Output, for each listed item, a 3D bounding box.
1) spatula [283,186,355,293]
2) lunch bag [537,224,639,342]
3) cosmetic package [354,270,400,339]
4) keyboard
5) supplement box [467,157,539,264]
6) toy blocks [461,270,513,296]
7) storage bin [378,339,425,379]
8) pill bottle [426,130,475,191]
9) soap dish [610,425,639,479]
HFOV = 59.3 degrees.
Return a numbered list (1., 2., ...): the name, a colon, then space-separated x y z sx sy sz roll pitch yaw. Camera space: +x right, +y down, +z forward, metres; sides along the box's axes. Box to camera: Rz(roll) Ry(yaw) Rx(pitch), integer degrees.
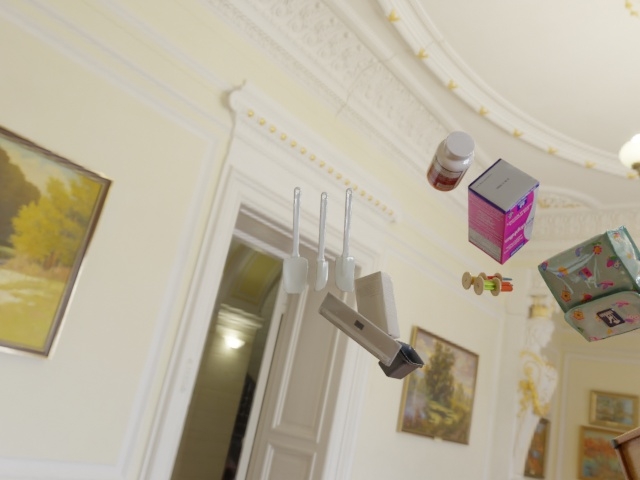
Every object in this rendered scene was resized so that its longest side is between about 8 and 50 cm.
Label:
1. spatula: 0.000 0.000 1.269 0.168 0.242 0.019 1 7 -11
2. lunch bag: 0.747 0.126 1.489 0.160 0.262 0.223 -11 -18 -43
3. cosmetic package: 0.194 0.232 1.937 0.117 0.231 0.085 -22 -30 32
4. keyboard: 0.102 0.240 1.541 0.256 0.072 0.014 35 12 23
5. supplement box: 0.418 -0.062 1.302 0.114 0.111 0.220 42 -15 32
6. toy blocks: 0.492 0.123 1.585 0.148 0.054 0.123 3 8 -14
7. storage bin: 0.233 0.359 1.681 0.135 0.091 0.098 30 21 -55
8. pill bottle: 0.298 -0.181 1.282 0.086 0.086 0.152 12 -23 1
9. soap dish: 0.787 0.512 1.258 0.118 0.228 0.291 -5 -30 -2
